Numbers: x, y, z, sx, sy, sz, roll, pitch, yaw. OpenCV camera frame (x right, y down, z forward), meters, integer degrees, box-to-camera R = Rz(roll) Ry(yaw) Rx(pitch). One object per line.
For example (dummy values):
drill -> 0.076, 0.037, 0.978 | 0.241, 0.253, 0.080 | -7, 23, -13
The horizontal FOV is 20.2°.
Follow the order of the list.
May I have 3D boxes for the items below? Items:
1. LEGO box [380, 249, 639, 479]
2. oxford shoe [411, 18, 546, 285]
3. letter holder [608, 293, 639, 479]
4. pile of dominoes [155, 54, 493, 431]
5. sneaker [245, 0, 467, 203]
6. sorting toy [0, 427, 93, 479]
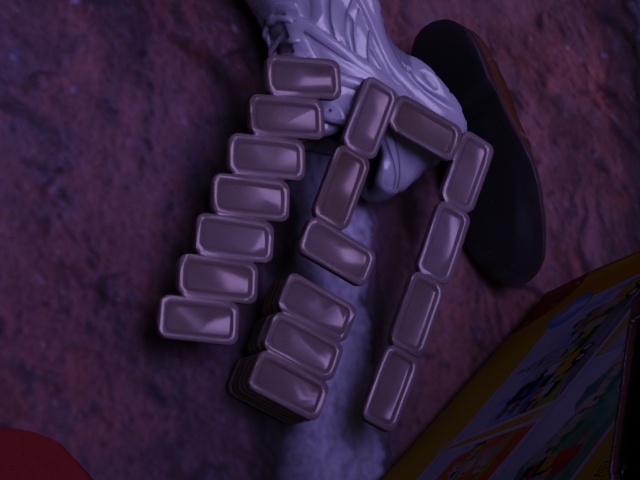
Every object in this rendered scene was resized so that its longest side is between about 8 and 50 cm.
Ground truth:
LEGO box -> 0.185, 0.192, 1.129 | 0.193, 0.372, 0.500 | 51, 53, -6
oxford shoe -> 0.137, -0.069, 1.397 | 0.076, 0.076, 0.212 | -1, 75, -63
letter holder -> 0.302, 0.160, 0.893 | 0.302, 0.152, 0.214 | 26, 61, -23
pile of dominoes -> 0.000, 0.000, 1.264 | 0.196, 0.040, 0.251 | 29, 68, -21
sneaker -> 0.002, -0.126, 1.317 | 0.232, 0.090, 0.115 | 47, 61, -5
sorting toy -> -0.282, 0.237, 0.974 | 0.365, 0.126, 0.127 | -26, 52, -34
